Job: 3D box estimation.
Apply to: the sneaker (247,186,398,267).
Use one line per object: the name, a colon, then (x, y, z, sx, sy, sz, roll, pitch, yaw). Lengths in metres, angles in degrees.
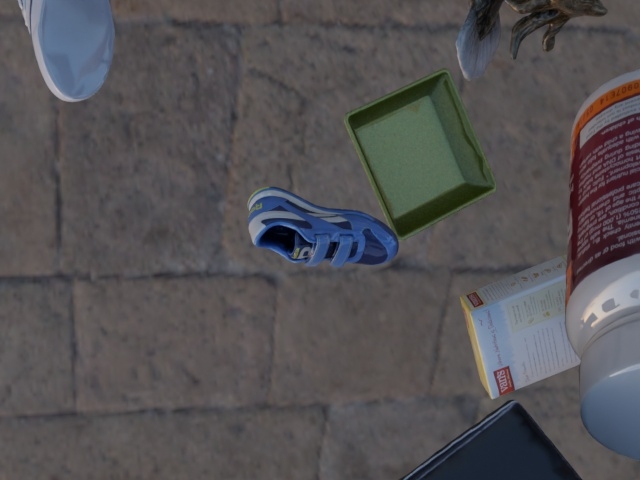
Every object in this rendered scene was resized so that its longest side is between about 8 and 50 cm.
sneaker: (0.000, 0.000, 1.253, 0.144, 0.059, 0.053, 14, 129, -5)

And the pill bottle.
pill bottle: (0.371, 0.022, 1.451, 0.224, 0.392, 0.224, 6, 141, 5)

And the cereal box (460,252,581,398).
cereal box: (0.321, 0.105, 1.889, 0.240, 0.047, 0.173, -20, 128, -4)

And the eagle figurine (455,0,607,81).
eagle figurine: (0.187, -0.349, 1.497, 0.225, 0.298, 0.226, -29, 157, -20)

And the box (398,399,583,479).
box: (0.220, 0.470, 1.423, 0.297, 0.480, 0.472, -36, 165, -10)

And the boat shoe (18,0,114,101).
boat shoe: (-0.291, -0.274, 1.524, 0.095, 0.258, 0.084, -1, 171, -33)

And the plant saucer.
plant saucer: (0.130, -0.116, 1.894, 0.188, 0.045, 0.188, -27, 97, -28)
